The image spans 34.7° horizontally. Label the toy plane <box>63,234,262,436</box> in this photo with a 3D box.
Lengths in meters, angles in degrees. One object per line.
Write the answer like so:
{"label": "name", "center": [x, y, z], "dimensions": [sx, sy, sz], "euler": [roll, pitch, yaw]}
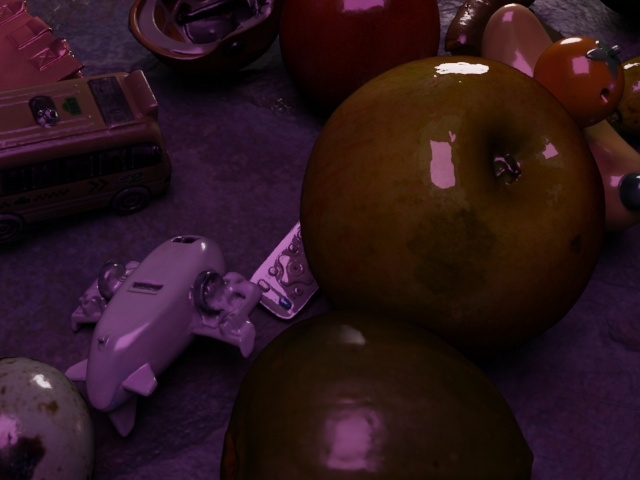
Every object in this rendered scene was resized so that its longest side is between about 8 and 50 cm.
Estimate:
{"label": "toy plane", "center": [-0.183, 0.092, 1.155], "dimensions": [0.252, 0.118, 0.252], "euler": [-13, 39, 11]}

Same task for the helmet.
{"label": "helmet", "center": [-0.144, -0.308, 1.428], "dimensions": [0.224, 0.130, 0.198], "euler": [-39, 58, -8]}

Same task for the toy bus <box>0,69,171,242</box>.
{"label": "toy bus", "center": [-0.331, -0.112, 1.257], "dimensions": [0.289, 0.157, 0.139], "euler": [-13, 56, -22]}

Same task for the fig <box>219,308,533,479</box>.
{"label": "fig", "center": [0.062, 0.213, 0.983], "dimensions": [0.316, 0.316, 0.316], "euler": [0, 55, 0]}

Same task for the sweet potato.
{"label": "sweet potato", "center": [0.248, -0.332, 1.485], "dimensions": [0.077, 0.077, 0.243], "euler": [29, 53, 19]}

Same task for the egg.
{"label": "egg", "center": [-0.312, 0.231, 1.035], "dimensions": [0.169, 0.169, 0.231], "euler": [-3, 69, -2]}

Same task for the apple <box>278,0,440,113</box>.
{"label": "apple", "center": [0.053, -0.277, 1.368], "dimensions": [0.218, 0.201, 0.218], "euler": [-4, 50, 4]}

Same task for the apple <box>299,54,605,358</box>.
{"label": "apple", "center": [0.143, -0.040, 1.122], "dimensions": [0.340, 0.339, 0.339], "euler": [0, 55, 0]}

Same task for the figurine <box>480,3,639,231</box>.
{"label": "figurine", "center": [0.299, -0.157, 1.251], "dimensions": [0.124, 0.222, 0.324], "euler": [-22, 75, -12]}

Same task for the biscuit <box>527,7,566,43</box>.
{"label": "biscuit", "center": [0.236, -0.195, 1.401], "dimensions": [0.099, 0.038, 0.322], "euler": [36, 63, 7]}

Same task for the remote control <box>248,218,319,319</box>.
{"label": "remote control", "center": [0.000, 0.000, 1.270], "dimensions": [0.073, 0.044, 0.229], "euler": [39, 69, 2]}

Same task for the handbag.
{"label": "handbag", "center": [-0.443, -0.256, 1.434], "dimensions": [0.157, 0.059, 0.212], "euler": [-38, 65, -22]}

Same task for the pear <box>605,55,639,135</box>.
{"label": "pear", "center": [0.433, -0.193, 1.369], "dimensions": [0.131, 0.107, 0.107], "euler": [-39, 63, -13]}

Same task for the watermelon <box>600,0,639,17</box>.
{"label": "watermelon", "center": [0.487, -0.414, 1.468], "dimensions": [0.215, 0.188, 0.188], "euler": [0, 55, 8]}
